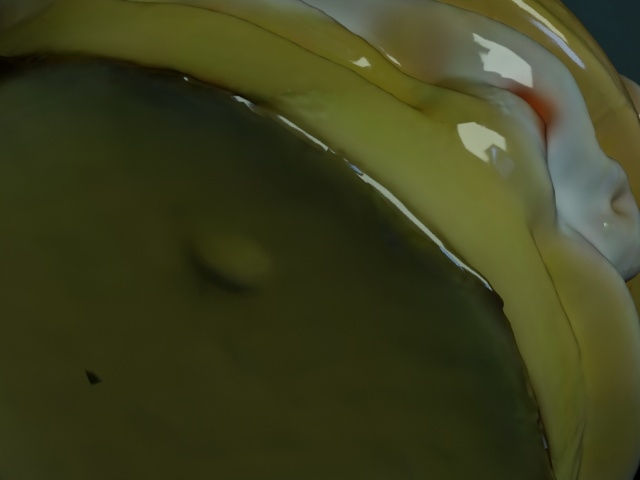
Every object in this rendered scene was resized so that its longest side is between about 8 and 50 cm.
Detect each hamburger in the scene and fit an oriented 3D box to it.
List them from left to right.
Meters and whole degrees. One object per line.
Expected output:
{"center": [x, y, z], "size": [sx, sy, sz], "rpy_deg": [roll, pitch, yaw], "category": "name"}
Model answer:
{"center": [0.000, 0.000, 0.665], "size": [0.276, 0.276, 0.237], "rpy_deg": [41, 40, -4], "category": "hamburger"}

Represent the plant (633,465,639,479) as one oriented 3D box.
{"center": [0.208, 0.120, 0.581], "size": [0.215, 0.312, 0.213], "rpy_deg": [9, 50, -9], "category": "plant"}
